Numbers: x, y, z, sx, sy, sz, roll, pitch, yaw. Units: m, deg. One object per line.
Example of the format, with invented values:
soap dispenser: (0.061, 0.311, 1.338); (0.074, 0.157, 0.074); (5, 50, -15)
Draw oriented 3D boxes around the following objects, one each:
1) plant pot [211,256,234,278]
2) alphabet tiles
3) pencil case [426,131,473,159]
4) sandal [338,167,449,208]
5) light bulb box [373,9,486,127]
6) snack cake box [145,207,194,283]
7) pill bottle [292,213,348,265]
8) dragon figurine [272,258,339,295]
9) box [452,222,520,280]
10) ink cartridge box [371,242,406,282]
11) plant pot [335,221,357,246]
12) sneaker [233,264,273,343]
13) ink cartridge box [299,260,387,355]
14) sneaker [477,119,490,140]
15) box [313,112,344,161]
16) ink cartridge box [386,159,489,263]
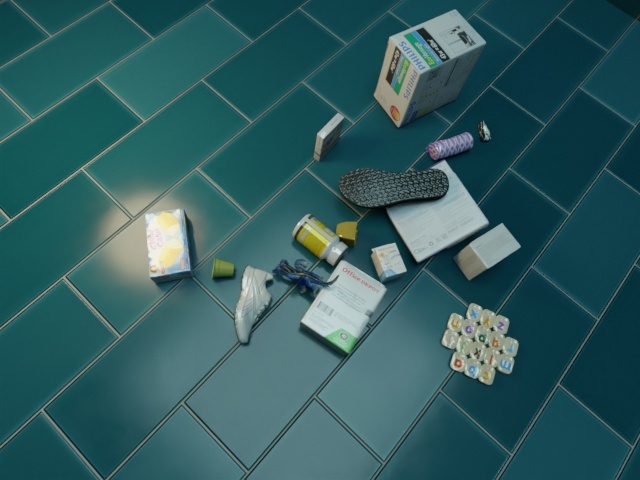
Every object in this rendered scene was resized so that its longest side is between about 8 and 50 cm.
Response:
plant pot: (-0.377, 0.111, 1.681); (0.079, 0.083, 0.084); (8, 68, -16)
alphabet tiles: (0.621, 0.399, 1.684); (0.284, 0.021, 0.278); (24, 69, 4)
pencil case: (0.592, -0.431, 1.964); (0.205, 0.086, 0.088); (-18, 38, -14)
sandal: (0.296, -0.203, 1.777); (0.445, 0.107, 0.168); (0, 75, 0)
light bulb box: (0.469, -0.755, 1.928); (0.360, 0.358, 0.225); (-28, 72, -16)
snack cake box: (-0.588, 0.019, 1.685); (0.152, 0.089, 0.265); (-9, 70, -9)
pill bottle: (0.000, 0.000, 1.728); (0.208, 0.119, 0.119); (39, 71, 10)
dragon figurine: (-0.068, 0.129, 1.625); (0.144, 0.289, 0.085); (45, 63, -26)
box: (0.661, 0.049, 1.734); (0.181, 0.181, 0.119); (-30, 75, -15)
ink cartridge box: (0.268, 0.082, 1.736); (0.092, 0.090, 0.143); (-16, 72, -11)
plant pot: (0.105, -0.030, 1.772); (0.083, 0.081, 0.081); (8, 69, 7)
sneaker: (-0.251, 0.239, 1.626); (0.129, 0.111, 0.297); (11, 70, -7)
ink cartridge box: (0.087, 0.255, 1.637); (0.211, 0.121, 0.289); (33, 70, 8)
sneaker: (0.773, -0.516, 2.040); (0.043, 0.040, 0.109); (4, 72, -21)
box: (0.034, -0.441, 1.862); (0.038, 0.186, 0.145); (38, 70, 9)
ink cartridge box: (0.461, -0.119, 1.792); (0.324, 0.071, 0.330); (-29, 69, 4)
